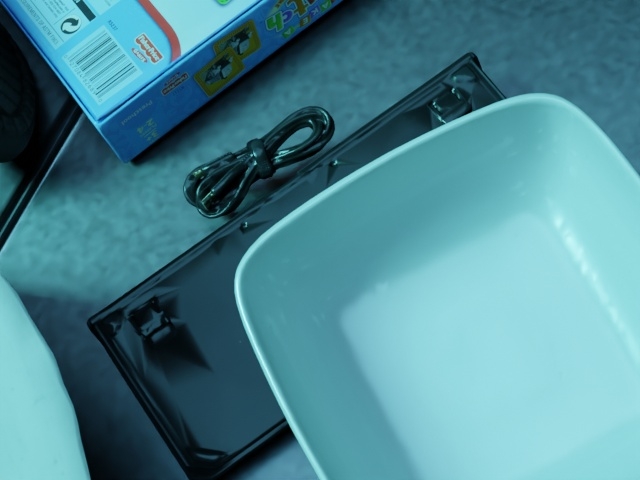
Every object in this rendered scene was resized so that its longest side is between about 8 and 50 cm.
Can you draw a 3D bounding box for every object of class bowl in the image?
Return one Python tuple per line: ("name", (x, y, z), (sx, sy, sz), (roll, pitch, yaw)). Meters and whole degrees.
("bowl", (0.057, 0.036, 0.525), (0.142, 0.053, 0.142), (-29, 74, -2))

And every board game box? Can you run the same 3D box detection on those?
("board game box", (-0.044, -0.154, 0.658), (0.211, 0.039, 0.160), (-38, 62, -4))

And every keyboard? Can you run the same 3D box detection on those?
("keyboard", (0.000, 0.000, 0.586), (0.180, 0.023, 0.108), (-35, 69, -5))

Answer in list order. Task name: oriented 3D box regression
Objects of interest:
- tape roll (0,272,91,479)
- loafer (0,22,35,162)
("tape roll", (-0.216, 0.102, 0.477), (0.286, 0.100, 0.286), (4, 74, -15))
("loafer", (-0.192, -0.098, 0.655), (0.078, 0.080, 0.220), (-39, 57, 4))
